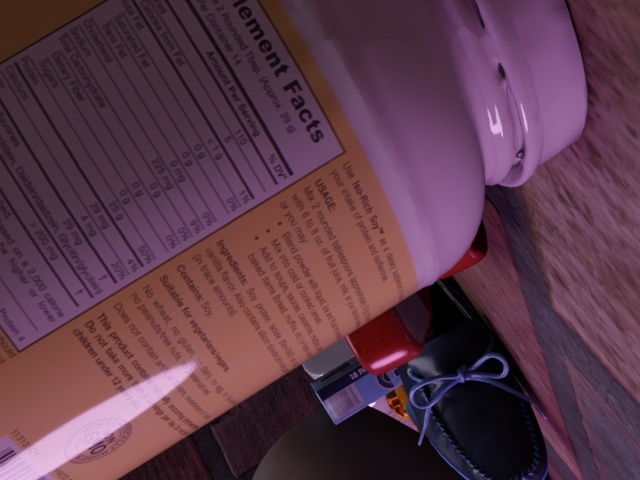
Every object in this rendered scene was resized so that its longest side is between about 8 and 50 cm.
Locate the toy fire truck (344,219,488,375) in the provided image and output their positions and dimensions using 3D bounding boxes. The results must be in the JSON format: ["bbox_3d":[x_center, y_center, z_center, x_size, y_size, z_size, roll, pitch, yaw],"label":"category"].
[{"bbox_3d":[-0.003,-0.073,0.786,0.302,0.169,0.254,60,-160,-11],"label":"toy fire truck"}]

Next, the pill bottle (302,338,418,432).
[{"bbox_3d":[0.076,0.214,1.664,0.229,0.131,0.131,48,-178,-35],"label":"pill bottle"}]

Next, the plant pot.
[{"bbox_3d":[0.072,0.333,1.266,0.280,0.323,0.323,45,168,39],"label":"plant pot"}]

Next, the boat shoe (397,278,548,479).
[{"bbox_3d":[0.102,0.105,1.001,0.258,0.109,0.089,53,171,32],"label":"boat shoe"}]

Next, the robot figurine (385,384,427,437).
[{"bbox_3d":[0.171,0.262,1.464,0.291,0.085,0.211,55,176,41],"label":"robot figurine"}]

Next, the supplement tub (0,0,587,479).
[{"bbox_3d":[-0.081,-0.042,0.500,0.241,0.331,0.241,57,176,7],"label":"supplement tub"}]

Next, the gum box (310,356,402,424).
[{"bbox_3d":[0.068,0.128,1.205,0.041,0.157,0.184,59,176,2],"label":"gum box"}]
